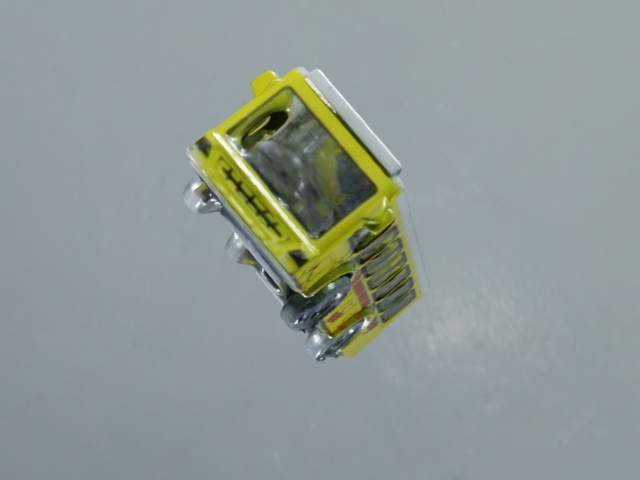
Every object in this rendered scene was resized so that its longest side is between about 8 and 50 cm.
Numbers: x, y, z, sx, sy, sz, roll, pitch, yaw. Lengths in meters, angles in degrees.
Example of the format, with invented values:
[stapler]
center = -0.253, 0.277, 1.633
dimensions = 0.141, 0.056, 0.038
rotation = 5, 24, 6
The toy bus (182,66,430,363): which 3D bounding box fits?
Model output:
[toy bus]
center = 0.000, 0.000, 0.803
dimensions = 0.074, 0.226, 0.081
rotation = -38, 75, -3
